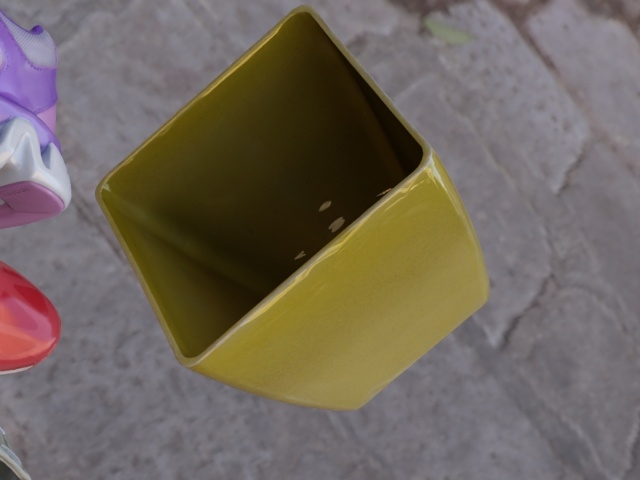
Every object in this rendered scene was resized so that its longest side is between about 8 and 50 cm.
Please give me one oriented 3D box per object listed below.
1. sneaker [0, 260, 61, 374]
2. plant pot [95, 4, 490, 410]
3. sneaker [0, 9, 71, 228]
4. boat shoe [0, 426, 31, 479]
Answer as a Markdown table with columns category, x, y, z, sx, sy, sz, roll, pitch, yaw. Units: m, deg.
| category | x | y | z | sx | sy | sz | roll | pitch | yaw |
| --- | --- | --- | --- | --- | --- | --- | --- | --- | --- |
| sneaker | -0.239 | 0.021 | 0.844 | 0.221 | 0.128 | 0.087 | 24 | 71 | -29 |
| plant pot | 0.000 | 0.000 | 1.015 | 0.187 | 0.212 | 0.212 | 43 | 9 | -43 |
| sneaker | -0.201 | -0.093 | 0.601 | 0.236 | 0.095 | 0.104 | 32 | 57 | -43 |
| boat shoe | -0.300 | 0.159 | 1.078 | 0.094 | 0.109 | 0.302 | 39 | -2 | 15 |
